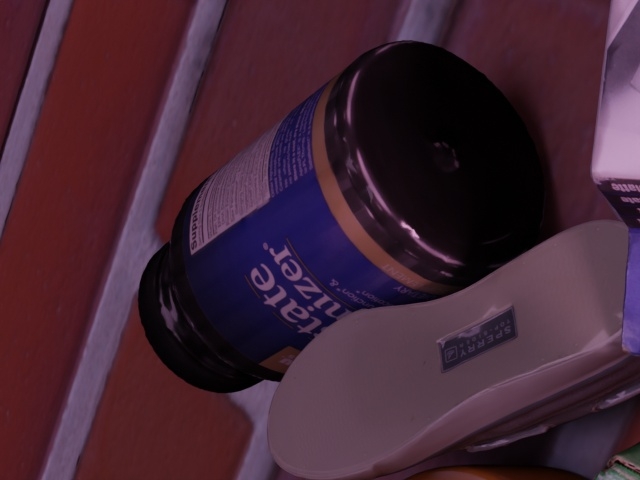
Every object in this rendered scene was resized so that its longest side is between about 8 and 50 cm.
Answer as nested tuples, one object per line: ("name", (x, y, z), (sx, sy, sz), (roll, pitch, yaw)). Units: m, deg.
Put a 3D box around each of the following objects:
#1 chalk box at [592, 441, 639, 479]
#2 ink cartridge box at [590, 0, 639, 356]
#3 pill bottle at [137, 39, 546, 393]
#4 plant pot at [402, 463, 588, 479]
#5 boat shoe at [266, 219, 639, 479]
("chalk box", (0.136, 0.139, 0.471), (0.132, 0.213, 0.132), (29, 110, 25))
("ink cartridge box", (0.203, -0.060, 0.532), (0.223, 0.045, 0.224), (4, 87, 35))
("pill bottle", (0.000, 0.000, 0.798), (0.219, 0.122, 0.123), (-35, 56, 47))
("plant pot", (0.023, 0.195, 0.668), (0.205, 0.188, 0.205), (-16, 70, 53))
("boat shoe", (0.075, 0.063, 0.701), (0.227, 0.081, 0.079), (-27, 51, 37))
